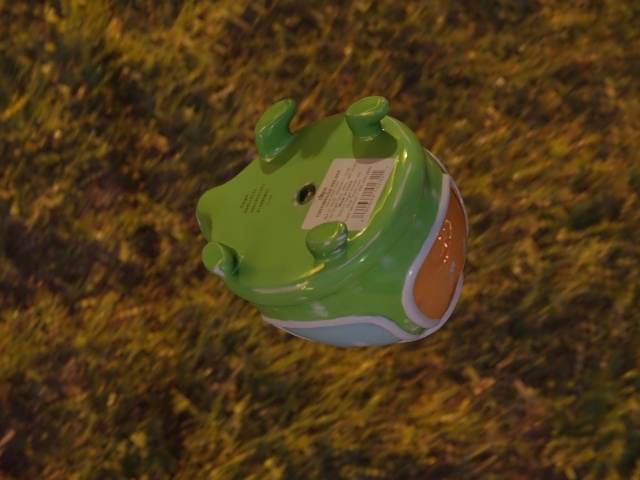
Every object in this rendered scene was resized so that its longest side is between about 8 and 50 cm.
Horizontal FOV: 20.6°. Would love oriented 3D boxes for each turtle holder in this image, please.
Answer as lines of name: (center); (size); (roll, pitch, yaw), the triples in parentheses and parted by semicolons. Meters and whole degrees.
turtle holder: (0.005, 0.012, 1.824); (0.227, 0.320, 0.243); (44, 31, -37)
